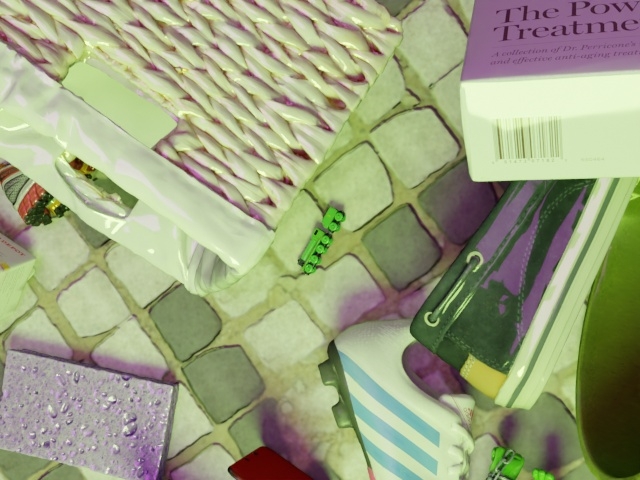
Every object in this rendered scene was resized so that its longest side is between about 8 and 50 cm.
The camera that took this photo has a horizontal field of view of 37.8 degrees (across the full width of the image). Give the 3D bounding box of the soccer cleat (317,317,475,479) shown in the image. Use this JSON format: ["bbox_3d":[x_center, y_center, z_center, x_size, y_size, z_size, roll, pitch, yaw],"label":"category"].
[{"bbox_3d":[0.110,0.237,0.962,0.143,0.116,0.331,-20,85,3],"label":"soccer cleat"}]

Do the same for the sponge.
[{"bbox_3d":[-0.273,0.202,1.081,0.210,0.031,0.117,10,89,11],"label":"sponge"}]

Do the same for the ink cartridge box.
[{"bbox_3d":[-0.404,0.044,1.067,0.092,0.143,0.090,33,111,11],"label":"ink cartridge box"}]

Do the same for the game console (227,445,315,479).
[{"bbox_3d":[-0.041,0.288,0.973,0.085,0.144,0.124,2,88,12],"label":"game console"}]

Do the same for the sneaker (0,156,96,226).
[{"bbox_3d":[-0.287,-0.126,1.074,0.225,0.088,0.093,-46,74,3],"label":"sneaker"}]

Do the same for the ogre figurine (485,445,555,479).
[{"bbox_3d":[0.223,0.315,0.940,0.118,0.097,0.197,-47,113,-18],"label":"ogre figurine"}]

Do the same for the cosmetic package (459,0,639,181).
[{"bbox_3d":[0.308,-0.171,0.701,0.377,0.284,0.097,-1,130,16],"label":"cosmetic package"}]

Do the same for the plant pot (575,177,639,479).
[{"bbox_3d":[0.459,0.082,0.808,0.353,0.366,0.366,17,90,-1],"label":"plant pot"}]

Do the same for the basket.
[{"bbox_3d":[-0.150,-0.146,0.870,0.328,0.331,0.266,36,78,-7],"label":"basket"}]

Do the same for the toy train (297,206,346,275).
[{"bbox_3d":[0.000,0.000,1.046,0.024,0.017,0.083,32,93,21],"label":"toy train"}]

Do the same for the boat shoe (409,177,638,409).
[{"bbox_3d":[0.234,-0.087,0.914,0.156,0.187,0.500,24,89,15],"label":"boat shoe"}]
